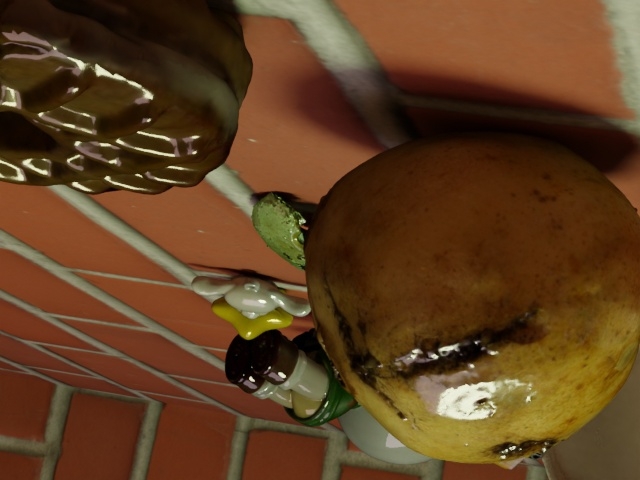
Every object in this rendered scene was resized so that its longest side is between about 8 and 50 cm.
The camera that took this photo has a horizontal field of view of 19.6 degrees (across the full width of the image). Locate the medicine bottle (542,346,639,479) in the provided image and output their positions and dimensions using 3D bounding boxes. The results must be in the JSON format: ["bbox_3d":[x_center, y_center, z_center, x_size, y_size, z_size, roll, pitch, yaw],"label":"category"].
[{"bbox_3d":[0.416,0.224,1.897,0.371,0.211,0.211,20,166,-39],"label":"medicine bottle"}]

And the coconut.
[{"bbox_3d":[0.001,0.004,1.765,0.158,0.055,0.133,16,167,-17],"label":"coconut"}]

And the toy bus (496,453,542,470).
[{"bbox_3d":[0.238,0.161,2.042,0.112,0.090,0.274,26,146,-7],"label":"toy bus"}]

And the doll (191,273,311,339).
[{"bbox_3d":[-0.089,0.071,2.184,0.135,0.071,0.113,20,159,-19],"label":"doll"}]

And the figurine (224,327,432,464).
[{"bbox_3d":[0.054,0.186,2.354,0.370,0.167,0.281,19,151,-36],"label":"figurine"}]

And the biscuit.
[{"bbox_3d":[-0.194,-0.109,1.229,0.268,0.115,0.366,21,167,-37],"label":"biscuit"}]

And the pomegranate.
[{"bbox_3d":[0.111,0.038,1.352,0.260,0.260,0.260,11,169,2],"label":"pomegranate"}]
